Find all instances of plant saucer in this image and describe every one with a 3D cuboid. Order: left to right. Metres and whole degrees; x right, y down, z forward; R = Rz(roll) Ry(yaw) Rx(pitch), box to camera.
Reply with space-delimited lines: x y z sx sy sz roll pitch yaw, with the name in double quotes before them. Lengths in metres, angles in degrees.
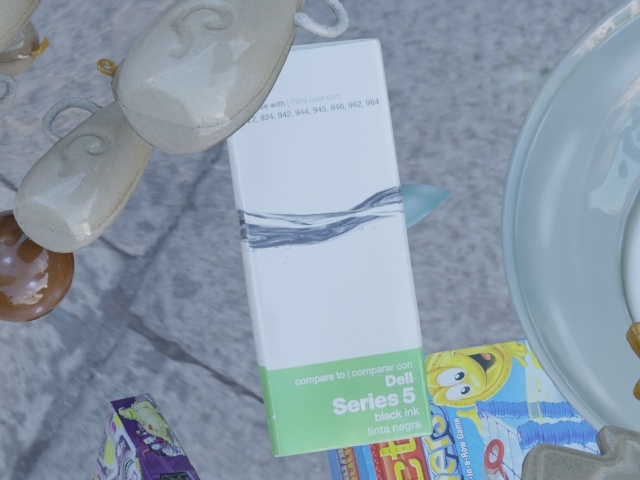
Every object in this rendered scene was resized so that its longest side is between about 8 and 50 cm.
"plant saucer" 0.050 -0.017 1.546 0.195 0.195 0.037 -33 94 -14
"plant saucer" 0.311 0.010 0.941 0.401 0.100 0.400 5 108 16

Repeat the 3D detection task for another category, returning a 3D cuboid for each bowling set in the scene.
"bowling set" -0.136 -0.078 0.660 0.287 0.199 0.154 21 47 10

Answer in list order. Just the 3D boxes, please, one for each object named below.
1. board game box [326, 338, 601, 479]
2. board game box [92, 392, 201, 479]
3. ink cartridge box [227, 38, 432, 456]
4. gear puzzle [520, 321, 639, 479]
"board game box" 0.175 0.250 1.336 0.302 0.086 0.308 -7 74 -24
"board game box" -0.157 0.331 1.274 0.056 0.208 0.346 -11 133 -33
"ink cartridge box" 0.000 0.000 1.041 0.115 0.198 0.272 -8 93 -2
"gear puzzle" 0.130 0.154 0.485 0.176 0.044 0.338 14 53 -7
